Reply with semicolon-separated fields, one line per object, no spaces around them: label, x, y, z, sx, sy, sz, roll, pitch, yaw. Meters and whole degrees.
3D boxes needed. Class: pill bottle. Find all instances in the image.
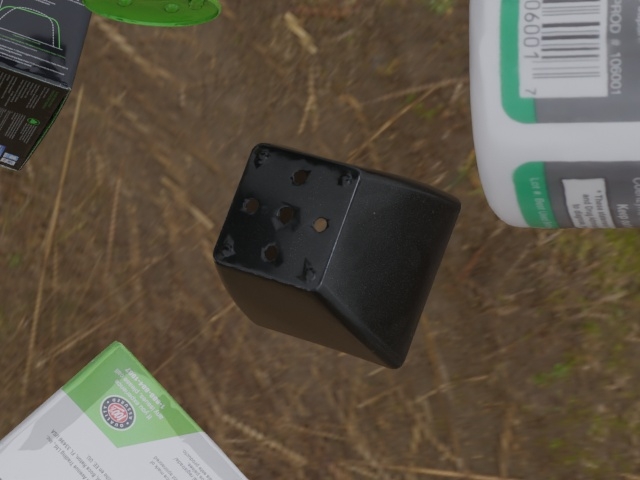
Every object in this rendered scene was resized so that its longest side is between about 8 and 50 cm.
pill bottle;0.278;-0.107;0.983;0.361;0.204;0.204;1;78;16

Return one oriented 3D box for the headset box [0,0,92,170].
headset box;-0.331;-0.259;1.877;0.131;0.246;0.283;18;65;-17

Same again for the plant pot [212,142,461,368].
plant pot;0.000;0.000;1.690;0.187;0.167;0.188;16;82;30

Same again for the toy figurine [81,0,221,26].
toy figurine;-0.146;-0.296;1.566;0.130;0.173;0.159;5;81;-14

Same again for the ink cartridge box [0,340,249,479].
ink cartridge box;-0.204;0.250;1.388;0.273;0.115;0.198;-42;85;-19
